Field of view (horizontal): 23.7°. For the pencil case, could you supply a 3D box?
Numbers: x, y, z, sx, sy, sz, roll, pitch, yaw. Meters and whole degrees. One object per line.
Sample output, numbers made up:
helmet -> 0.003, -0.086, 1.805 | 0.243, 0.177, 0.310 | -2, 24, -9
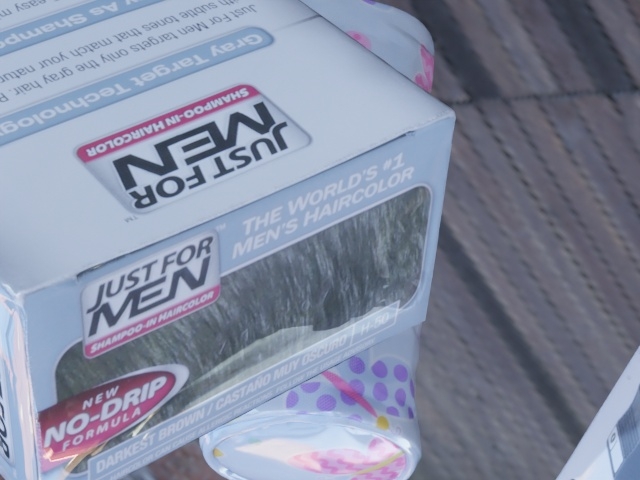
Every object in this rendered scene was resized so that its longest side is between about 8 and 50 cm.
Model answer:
pencil case -> 0.000, 0.000, 0.819 | 0.113, 0.273, 0.124 | 12, 149, -15

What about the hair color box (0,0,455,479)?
hair color box -> -0.139, -0.073, 0.645 | 0.374, 0.185, 0.113 | 40, 141, 36

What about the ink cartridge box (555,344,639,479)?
ink cartridge box -> 0.338, 0.165, 1.004 | 0.166, 0.395, 0.285 | 17, -163, -45
